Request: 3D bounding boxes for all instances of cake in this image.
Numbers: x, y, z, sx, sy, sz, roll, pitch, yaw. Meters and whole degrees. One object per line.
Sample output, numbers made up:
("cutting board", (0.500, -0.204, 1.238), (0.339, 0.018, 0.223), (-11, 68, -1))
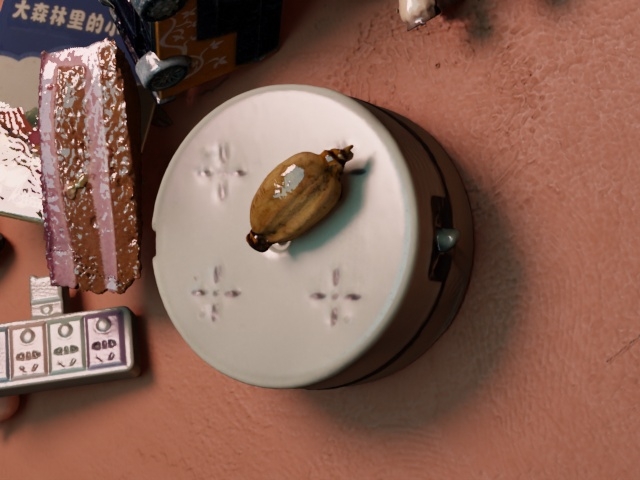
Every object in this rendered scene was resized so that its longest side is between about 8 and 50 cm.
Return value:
("cake", (-0.266, -0.084, 1.840), (0.116, 0.113, 0.295), (-1, 90, 7))

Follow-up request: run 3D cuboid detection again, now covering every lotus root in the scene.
("lotus root", (-0.023, -0.050, 1.617), (0.152, 0.063, 0.072), (-42, 106, 16))

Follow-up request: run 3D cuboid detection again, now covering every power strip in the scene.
("power strip", (0.000, 0.000, 1.730), (0.357, 0.161, 0.357), (-2, 85, 29))
("power strip", (-0.333, 0.114, 1.946), (0.215, 0.061, 0.145), (-8, 70, 5))

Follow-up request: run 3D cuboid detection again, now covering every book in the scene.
("book", (-0.311, -0.175, 1.906), (0.228, 0.018, 0.322), (12, 79, 7))

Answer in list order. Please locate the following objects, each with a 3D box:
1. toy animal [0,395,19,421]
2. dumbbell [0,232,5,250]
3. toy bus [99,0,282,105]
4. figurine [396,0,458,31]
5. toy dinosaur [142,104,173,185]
("toy animal", (-0.419, 0.172, 2.018), (0.083, 0.089, 0.150), (15, 92, 7))
("dumbbell", (-0.484, 0.077, 2.048), (0.110, 0.110, 0.254), (20, 103, 30))
("toy bus", (-0.142, -0.309, 1.730), (0.194, 0.323, 0.162), (-23, 71, -14))
("figurine", (0.075, -0.426, 1.650), (0.306, 0.241, 0.412), (17, 125, 36))
("toy dinosaur", (-0.306, -0.162, 1.968), (0.206, 0.113, 0.327), (-38, 79, -4))
